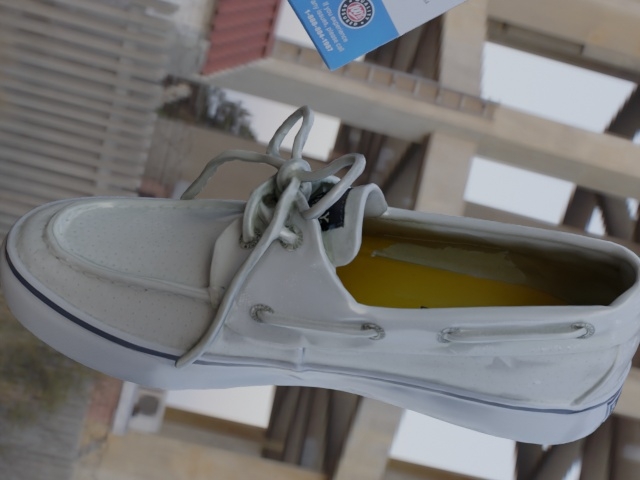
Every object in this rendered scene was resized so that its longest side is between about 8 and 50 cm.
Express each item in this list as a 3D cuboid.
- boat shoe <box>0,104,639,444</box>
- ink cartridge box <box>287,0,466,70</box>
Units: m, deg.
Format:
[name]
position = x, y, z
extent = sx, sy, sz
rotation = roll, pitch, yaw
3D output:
[boat shoe]
position = 0.000, 0.006, 0.603
extent = 0.136, 0.367, 0.156
rotation = -72, 173, -46
[ink cartridge box]
position = 0.111, -0.396, 1.113
extent = 0.285, 0.395, 0.166
rotation = 54, 13, -49
